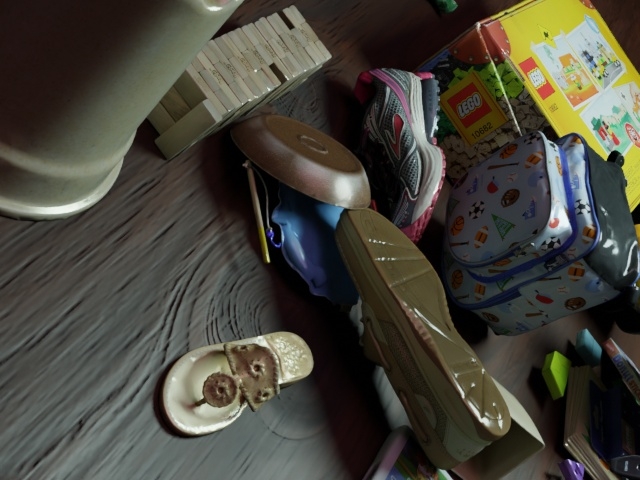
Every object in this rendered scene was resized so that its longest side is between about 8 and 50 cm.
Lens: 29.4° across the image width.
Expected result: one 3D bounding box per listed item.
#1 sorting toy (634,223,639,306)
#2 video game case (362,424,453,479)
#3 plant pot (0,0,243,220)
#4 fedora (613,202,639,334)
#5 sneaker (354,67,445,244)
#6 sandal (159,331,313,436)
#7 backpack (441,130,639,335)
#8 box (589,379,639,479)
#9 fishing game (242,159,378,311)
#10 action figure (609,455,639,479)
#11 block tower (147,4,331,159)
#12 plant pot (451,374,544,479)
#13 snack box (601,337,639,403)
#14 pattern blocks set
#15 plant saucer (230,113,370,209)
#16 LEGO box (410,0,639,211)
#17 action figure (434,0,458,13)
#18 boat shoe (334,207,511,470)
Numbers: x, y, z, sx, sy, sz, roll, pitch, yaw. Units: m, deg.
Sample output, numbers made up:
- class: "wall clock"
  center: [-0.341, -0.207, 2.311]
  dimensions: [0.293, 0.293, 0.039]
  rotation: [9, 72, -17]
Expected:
- class: "sorting toy"
  center: [0.485, 0.139, 1.735]
  dimensions: [0.229, 0.041, 0.307]
  rotation: [-79, 154, -48]
- class: "video game case"
  center: [0.139, 0.411, 1.350]
  dimensions: [0.329, 0.036, 0.300]
  rotation: [51, 34, -6]
- class: "plant pot"
  center: [-0.241, -0.239, 1.189]
  dimensions: [0.333, 0.305, 0.334]
  rotation: [32, 40, -31]
- class: "fedora"
  center: [0.565, 0.002, 1.986]
  dimensions: [0.152, 0.334, 0.334]
  rotation: [47, 34, -10]
- class: "sneaker"
  center: [0.104, -0.116, 1.710]
  dimensions: [0.112, 0.121, 0.299]
  rotation: [8, 51, -12]
- class: "sandal"
  center: [-0.069, 0.131, 1.289]
  dimensions: [0.240, 0.079, 0.088]
  rotation: [-16, 75, -55]
- class: "backpack"
  center: [0.288, 0.000, 1.688]
  dimensions: [0.213, 0.263, 0.277]
  rotation: [32, 40, -23]
- class: "box"
  center: [0.474, 0.312, 1.809]
  dimensions: [0.225, 0.036, 0.136]
  rotation: [43, 35, -25]
- class: "fishing game"
  center: [0.000, 0.000, 1.529]
  dimensions: [0.264, 0.041, 0.189]
  rotation: [10, 60, -51]
- class: "action figure"
  center: [0.469, 0.403, 1.666]
  dimensions: [0.285, 0.099, 0.185]
  rotation: [63, 21, -45]
- class: "block tower"
  center: [-0.103, -0.208, 1.531]
  dimensions: [0.097, 0.091, 0.335]
  rotation: [52, 33, -3]
- class: "plant pot"
  center: [0.201, 0.228, 1.531]
  dimensions: [0.109, 0.109, 0.096]
  rotation: [41, 23, -21]
- class: "snack box"
  center: [0.494, 0.222, 1.907]
  dimensions: [0.064, 0.022, 0.178]
  rotation: [44, 13, -25]
- class: "pattern blocks set"
  center: [0.410, 0.286, 1.797]
  dimensions: [0.285, 0.026, 0.325]
  rotation: [56, 32, -8]
- class: "plant saucer"
  center: [-0.017, -0.108, 1.525]
  dimensions: [0.198, 0.036, 0.199]
  rotation: [26, 19, -9]
- class: "LEGO box"
  center: [0.383, -0.203, 2.041]
  dimensions: [0.372, 0.193, 0.500]
  rotation: [56, 33, 1]
- class: "action figure"
  center: [0.186, -0.508, 2.184]
  dimensions: [0.137, 0.063, 0.232]
  rotation: [-7, 71, -57]
- class: "boat shoe"
  center: [0.094, 0.111, 1.464]
  dimensions: [0.121, 0.110, 0.341]
  rotation: [4, 51, -50]
